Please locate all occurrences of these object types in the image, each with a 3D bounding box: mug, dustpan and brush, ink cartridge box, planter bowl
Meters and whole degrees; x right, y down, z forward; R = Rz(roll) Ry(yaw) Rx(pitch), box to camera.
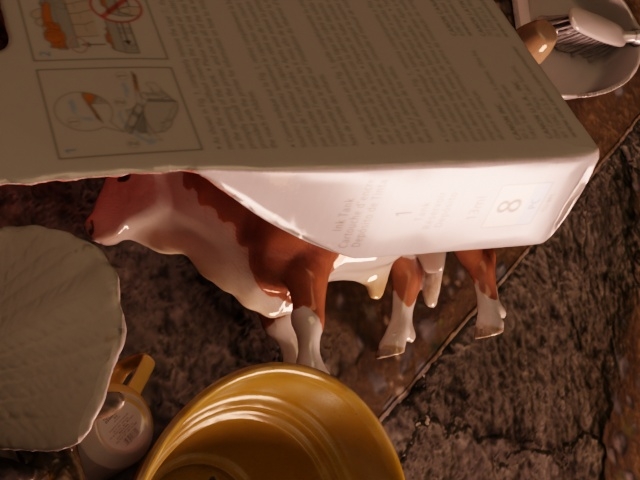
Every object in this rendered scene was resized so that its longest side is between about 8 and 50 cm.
[{"bbox_3d":[-0.127,0.101,0.619,0.062,0.064,0.078,11,68,-36],"label":"mug"},{"bbox_3d":[0.283,-0.198,1.057,0.211,0.060,0.147,7,71,-37],"label":"dustpan and brush"},{"bbox_3d":[-0.065,-0.122,0.672,0.385,0.091,0.308,-5,50,-24],"label":"ink cartridge box"},{"bbox_3d":[-0.050,0.180,0.628,0.217,0.090,0.217,9,78,-44],"label":"planter bowl"}]

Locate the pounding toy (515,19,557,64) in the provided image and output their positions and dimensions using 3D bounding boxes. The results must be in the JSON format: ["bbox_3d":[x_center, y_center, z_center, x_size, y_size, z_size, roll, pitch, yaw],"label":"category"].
[{"bbox_3d":[0.158,-0.286,0.924,0.155,0.154,0.269,-25,91,-42],"label":"pounding toy"}]

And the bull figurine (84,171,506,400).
[{"bbox_3d":[0.000,0.000,0.736,0.310,0.101,0.188,-12,88,-37],"label":"bull figurine"}]

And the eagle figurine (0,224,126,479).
[{"bbox_3d":[-0.232,0.111,0.454,0.298,0.226,0.225,-9,101,-46],"label":"eagle figurine"}]
